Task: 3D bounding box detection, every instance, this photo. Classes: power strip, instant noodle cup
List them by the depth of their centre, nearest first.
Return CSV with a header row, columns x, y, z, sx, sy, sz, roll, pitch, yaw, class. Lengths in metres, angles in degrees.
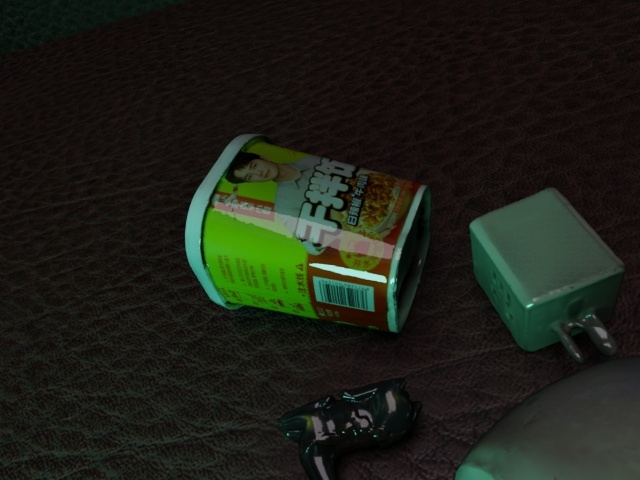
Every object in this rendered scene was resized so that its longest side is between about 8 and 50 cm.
x,y,z,sx,sy,sz,roll,pitch,yaw,class
0.318,0.062,0.727,0.139,0.140,0.224,-22,48,0,power strip
0.000,0.000,0.829,0.308,0.293,0.293,14,58,20,instant noodle cup

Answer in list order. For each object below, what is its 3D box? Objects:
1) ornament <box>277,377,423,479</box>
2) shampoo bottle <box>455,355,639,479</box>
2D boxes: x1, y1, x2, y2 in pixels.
x,y,z,sx,sy,sz,roll,pitch,yaw,class
0.055,0.310,0.661,0.202,0.080,0.236,-19,46,8,ornament
0.286,0.266,0.441,0.318,0.322,0.322,-13,46,-17,shampoo bottle
